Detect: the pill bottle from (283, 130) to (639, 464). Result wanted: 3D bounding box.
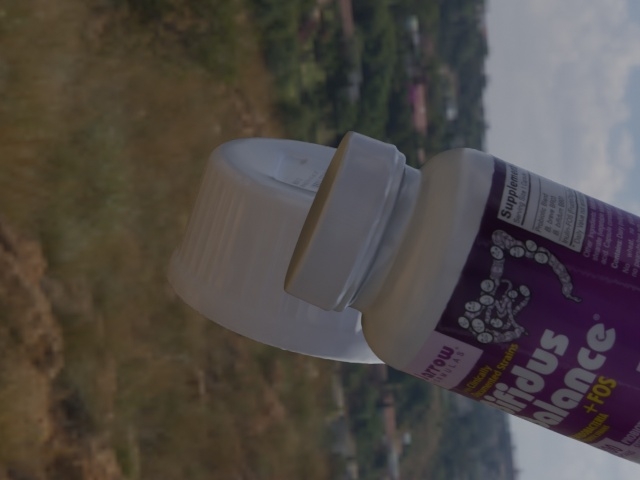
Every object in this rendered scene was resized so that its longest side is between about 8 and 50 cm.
[{"bbox_3d":[0.134,0.035,1.056,0.169,0.301,0.169,-159,-90,-86],"label":"pill bottle"}]

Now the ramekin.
[{"bbox_3d":[0.000,0.000,1.429,0.277,0.277,0.135,-74,179,-73],"label":"ramekin"}]
